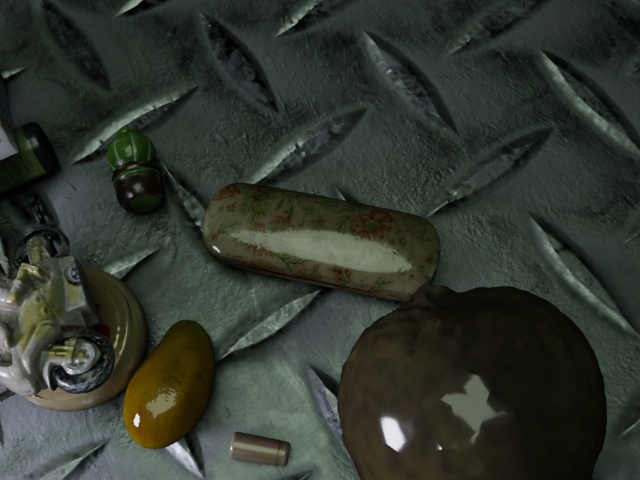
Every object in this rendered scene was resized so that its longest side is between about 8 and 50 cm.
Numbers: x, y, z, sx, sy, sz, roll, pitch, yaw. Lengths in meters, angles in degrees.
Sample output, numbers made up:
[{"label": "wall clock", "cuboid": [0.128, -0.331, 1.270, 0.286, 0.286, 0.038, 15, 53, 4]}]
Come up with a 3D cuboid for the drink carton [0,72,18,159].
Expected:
[{"label": "drink carton", "cuboid": [-0.651, -0.246, 1.378, 0.130, 0.106, 0.315, -28, 44, -7]}]

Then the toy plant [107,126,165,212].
[{"label": "toy plant", "cuboid": [-0.348, -0.137, 1.400, 0.093, 0.093, 0.162, -17, 67, -5]}]

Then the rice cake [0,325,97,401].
[{"label": "rice cake", "cuboid": [-0.447, 0.200, 1.197, 0.206, 0.036, 0.047, -26, 66, -3]}]

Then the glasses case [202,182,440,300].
[{"label": "glasses case", "cuboid": [0.000, 0.000, 1.331, 0.425, 0.098, 0.156, 11, 67, 6]}]

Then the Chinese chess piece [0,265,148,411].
[{"label": "Chinese chess piece", "cuboid": [-0.421, 0.167, 1.280, 0.249, 0.103, 0.250, -1, 69, 3]}]

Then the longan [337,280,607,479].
[{"label": "longan", "cuboid": [0.219, 0.240, 1.083, 0.391, 0.391, 0.391, -1, 69, 1]}]

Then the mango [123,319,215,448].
[{"label": "mango", "cuboid": [-0.247, 0.238, 1.253, 0.136, 0.099, 0.227, 15, 61, 8]}]

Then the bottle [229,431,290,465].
[{"label": "bottle", "cuboid": [-0.100, 0.345, 1.232, 0.096, 0.045, 0.045, 9, 70, 3]}]

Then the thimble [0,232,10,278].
[{"label": "thimble", "cuboid": [-0.646, 0.047, 1.248, 0.150, 0.271, 0.271, -9, 69, 0]}]

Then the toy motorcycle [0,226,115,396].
[{"label": "toy motorcycle", "cuboid": [-0.461, 0.124, 1.171, 0.223, 0.108, 0.341, -24, 54, -10]}]

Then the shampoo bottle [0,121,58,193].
[{"label": "shampoo bottle", "cuboid": [-0.642, -0.123, 1.396, 0.284, 0.101, 0.101, -26, 71, -8]}]
